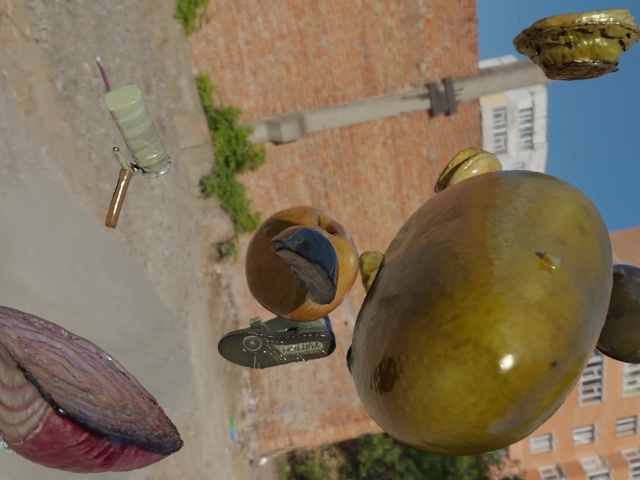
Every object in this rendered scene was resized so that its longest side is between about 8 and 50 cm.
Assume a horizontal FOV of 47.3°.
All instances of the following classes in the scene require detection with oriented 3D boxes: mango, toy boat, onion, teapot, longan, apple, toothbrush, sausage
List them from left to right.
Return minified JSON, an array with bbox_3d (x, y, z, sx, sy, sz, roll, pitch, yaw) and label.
[{"bbox_3d":[-0.670,0.420,1.542,0.038,0.038,0.083,-103,174,-59],"label":"toy boat"},{"bbox_3d":[-0.294,0.201,0.861,0.250,0.111,0.247,33,-5,43],"label":"onion"},{"bbox_3d":[-0.567,-0.418,1.951,0.020,0.025,0.286,62,-13,10],"label":"toothbrush"},{"bbox_3d":[-0.386,-0.080,1.398,0.026,0.026,0.116,89,16,-85],"label":"sausage"},{"bbox_3d":[-0.391,-0.215,1.528,0.077,0.107,0.200,57,-11,42],"label":"teapot"},{"bbox_3d":[-0.038,0.041,1.569,0.241,0.242,0.242,-48,-142,35],"label":"apple"},{"bbox_3d":[0.164,0.069,0.731,0.220,0.301,0.445,44,12,-2],"label":"mango"},{"bbox_3d":[0.541,0.131,1.278,0.189,0.189,0.189,169,-90,-89],"label":"longan"}]

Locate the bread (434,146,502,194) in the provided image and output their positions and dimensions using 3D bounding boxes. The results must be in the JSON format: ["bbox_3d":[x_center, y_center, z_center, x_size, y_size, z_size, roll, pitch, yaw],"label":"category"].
[{"bbox_3d":[0.432,-0.177,2.131,0.120,0.198,0.236,45,26,20],"label":"bread"}]

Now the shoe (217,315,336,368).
[{"bbox_3d":[-0.106,0.232,1.846,0.149,0.293,0.109,-88,174,-58],"label":"shoe"}]

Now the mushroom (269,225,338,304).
[{"bbox_3d":[-0.015,0.031,1.201,0.210,0.072,0.094,57,26,-51],"label":"mushroom"}]

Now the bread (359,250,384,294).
[{"bbox_3d":[0.162,0.172,1.592,0.084,0.077,0.368,36,29,-50],"label":"bread"}]

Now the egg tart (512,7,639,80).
[{"bbox_3d":[0.482,-0.360,1.370,0.241,0.241,0.106,105,-17,-88],"label":"egg tart"}]

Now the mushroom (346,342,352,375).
[{"bbox_3d":[0.117,0.291,1.736,0.126,0.085,0.109,47,-50,10],"label":"mushroom"}]
